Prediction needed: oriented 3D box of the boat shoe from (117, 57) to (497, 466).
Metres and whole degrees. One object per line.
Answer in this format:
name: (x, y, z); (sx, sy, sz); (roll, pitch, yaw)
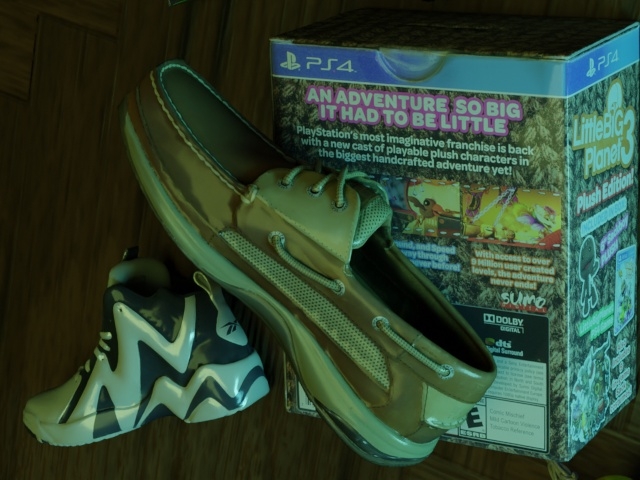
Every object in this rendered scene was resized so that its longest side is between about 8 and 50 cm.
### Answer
boat shoe: (0.000, 0.000, 1.233); (0.120, 0.122, 0.324); (-39, 92, 29)

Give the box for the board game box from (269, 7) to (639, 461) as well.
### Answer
board game box: (0.101, -0.012, 1.315); (0.232, 0.141, 0.291); (8, 109, 29)

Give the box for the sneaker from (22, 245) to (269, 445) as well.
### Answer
sneaker: (-0.168, 0.084, 1.537); (0.235, 0.094, 0.153); (-11, 98, 33)

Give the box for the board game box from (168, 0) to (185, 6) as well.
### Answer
board game box: (-0.090, -0.298, 1.402); (0.136, 0.035, 0.201); (-13, 98, 33)

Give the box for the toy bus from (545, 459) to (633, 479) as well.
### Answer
toy bus: (0.273, 0.227, 1.310); (0.104, 0.191, 0.202); (-27, 92, -9)
